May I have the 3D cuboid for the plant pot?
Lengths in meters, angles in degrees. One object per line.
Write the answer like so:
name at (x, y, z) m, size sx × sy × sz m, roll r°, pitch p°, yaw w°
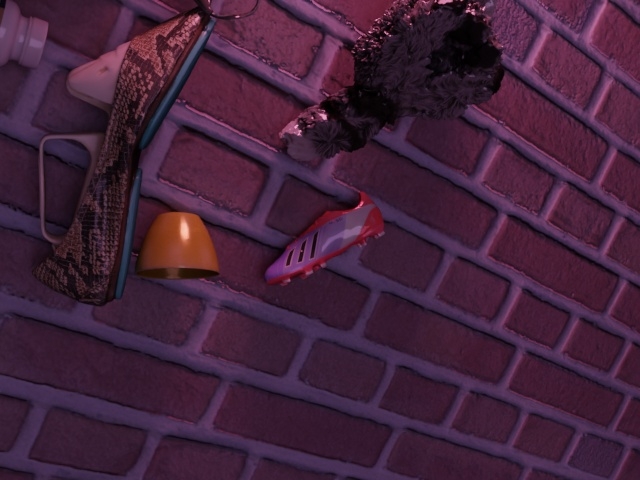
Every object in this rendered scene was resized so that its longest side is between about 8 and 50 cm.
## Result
plant pot at (-0.230, 0.008, 1.132) m, size 0.134 × 0.134 × 0.095 m, roll 4°, pitch 78°, yaw -27°

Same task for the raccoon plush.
raccoon plush at (0.114, -0.351, 1.197) m, size 0.446 × 0.299 × 0.216 m, roll -17°, pitch 133°, yaw 13°

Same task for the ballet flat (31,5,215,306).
ballet flat at (-0.314, -0.139, 1.033) m, size 0.182 × 0.164 × 0.483 m, roll 19°, pitch 98°, yaw -13°

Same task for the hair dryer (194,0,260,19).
hair dryer at (-0.219, -0.440, 0.976) m, size 0.293 × 0.080 × 0.223 m, roll 7°, pitch 69°, yaw -16°

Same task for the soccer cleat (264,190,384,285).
soccer cleat at (0.000, 0.000, 1.268) m, size 0.248 × 0.083 × 0.095 m, roll -27°, pitch 85°, yaw -11°

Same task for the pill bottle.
pill bottle at (-0.461, -0.289, 0.941) m, size 0.169 × 0.094 × 0.094 m, roll 13°, pitch 99°, yaw -28°
